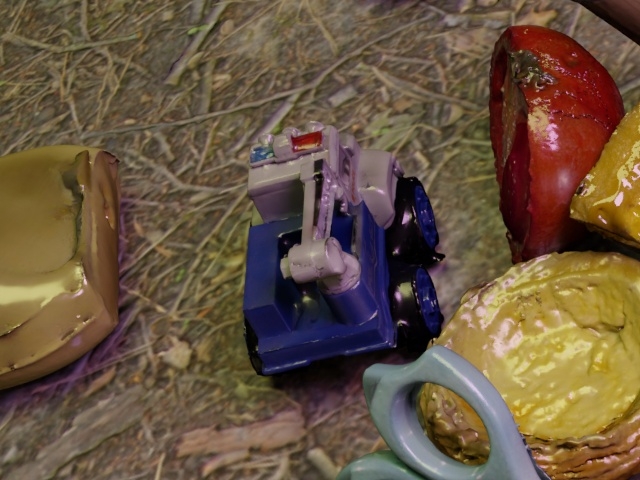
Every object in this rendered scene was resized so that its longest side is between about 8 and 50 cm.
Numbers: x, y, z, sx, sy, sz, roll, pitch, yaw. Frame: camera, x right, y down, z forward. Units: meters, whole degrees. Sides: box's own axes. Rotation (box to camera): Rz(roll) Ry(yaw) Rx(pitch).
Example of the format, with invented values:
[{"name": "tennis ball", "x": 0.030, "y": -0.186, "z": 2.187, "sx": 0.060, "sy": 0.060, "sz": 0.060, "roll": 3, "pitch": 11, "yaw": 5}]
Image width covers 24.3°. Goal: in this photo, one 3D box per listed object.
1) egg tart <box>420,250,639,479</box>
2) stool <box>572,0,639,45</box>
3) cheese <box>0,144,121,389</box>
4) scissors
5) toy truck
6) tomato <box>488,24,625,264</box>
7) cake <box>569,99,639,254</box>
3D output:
[{"name": "egg tart", "x": 0.173, "y": 0.101, "z": 1.063, "sx": 0.213, "sy": 0.090, "sz": 0.212, "roll": -12, "pitch": 45, "yaw": 13}, {"name": "stool", "x": 0.376, "y": -0.158, "z": 1.068, "sx": 0.310, "sy": 0.226, "sz": 0.310, "roll": -46, "pitch": 43, "yaw": 7}, {"name": "cheese", "x": -0.329, "y": 0.037, "z": 1.355, "sx": 0.316, "sy": 0.128, "sz": 0.259, "roll": -15, "pitch": 36, "yaw": 5}, {"name": "scissors", "x": 0.165, "y": 0.205, "z": 0.958, "sx": 0.360, "sy": 0.191, "sz": 0.029, "roll": 28, "pitch": 34, "yaw": 24}, {"name": "toy truck", "x": 0.000, "y": 0.000, "z": 1.182, "sx": 0.161, "sy": 0.177, "sz": 0.213, "roll": -14, "pitch": 45, "yaw": 16}, {"name": "tomato", "x": 0.190, "y": -0.073, "z": 1.172, "sx": 0.099, "sy": 0.173, "sz": 0.189, "roll": -3, "pitch": 44, "yaw": 0}, {"name": "cake", "x": 0.281, "y": -0.025, "z": 1.081, "sx": 0.185, "sy": 0.080, "sz": 0.116, "roll": 17, "pitch": 84, "yaw": 14}]
